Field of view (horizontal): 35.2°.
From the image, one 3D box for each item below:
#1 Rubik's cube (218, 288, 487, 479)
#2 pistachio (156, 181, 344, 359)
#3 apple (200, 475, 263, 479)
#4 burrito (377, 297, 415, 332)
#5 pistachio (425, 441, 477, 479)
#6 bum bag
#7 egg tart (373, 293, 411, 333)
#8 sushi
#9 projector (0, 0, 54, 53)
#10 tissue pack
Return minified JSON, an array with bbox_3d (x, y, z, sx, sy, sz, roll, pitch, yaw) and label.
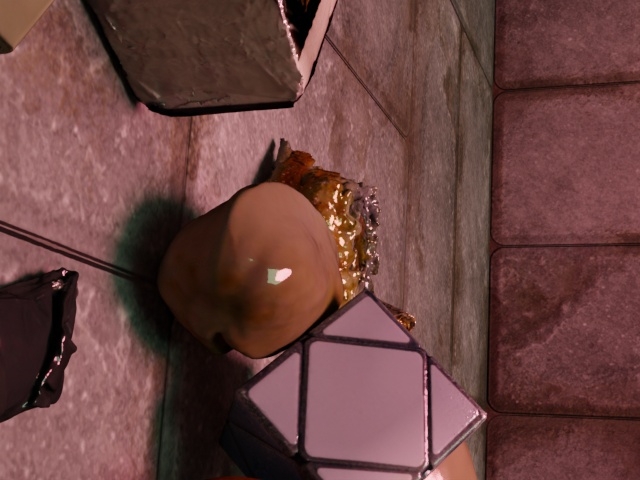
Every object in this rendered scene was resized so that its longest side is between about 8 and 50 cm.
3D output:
[{"bbox_3d":[0.029,0.219,1.161,0.207,0.205,0.205,-35,165,-27],"label":"Rubik's cube"},{"bbox_3d":[-0.073,0.031,1.121,0.288,0.166,0.197,-3,102,-73],"label":"pistachio"},{"bbox_3d":[-0.070,0.375,0.967,0.301,0.301,0.302,-1,90,-71],"label":"apple"},{"bbox_3d":[0.058,0.111,1.482,0.087,0.226,0.060,-45,115,-7],"label":"burrito"},{"bbox_3d":[0.077,0.359,1.425,0.365,0.281,0.446,48,30,-44],"label":"pistachio"},{"bbox_3d":[-0.248,0.086,0.785,0.248,0.060,0.123,-10,98,-71],"label":"bum bag"},{"bbox_3d":[0.102,0.194,1.726,0.241,0.105,0.241,-3,90,-75],"label":"egg tart"},{"bbox_3d":[0.000,0.000,1.378,0.184,0.139,0.274,-29,120,-71],"label":"sushi"},{"bbox_3d":[-0.273,-0.266,0.689,0.194,0.088,0.270,-71,152,-44],"label":"projector"},{"bbox_3d":[-0.078,-0.320,1.076,0.198,0.210,0.370,66,29,-42],"label":"tissue pack"}]
